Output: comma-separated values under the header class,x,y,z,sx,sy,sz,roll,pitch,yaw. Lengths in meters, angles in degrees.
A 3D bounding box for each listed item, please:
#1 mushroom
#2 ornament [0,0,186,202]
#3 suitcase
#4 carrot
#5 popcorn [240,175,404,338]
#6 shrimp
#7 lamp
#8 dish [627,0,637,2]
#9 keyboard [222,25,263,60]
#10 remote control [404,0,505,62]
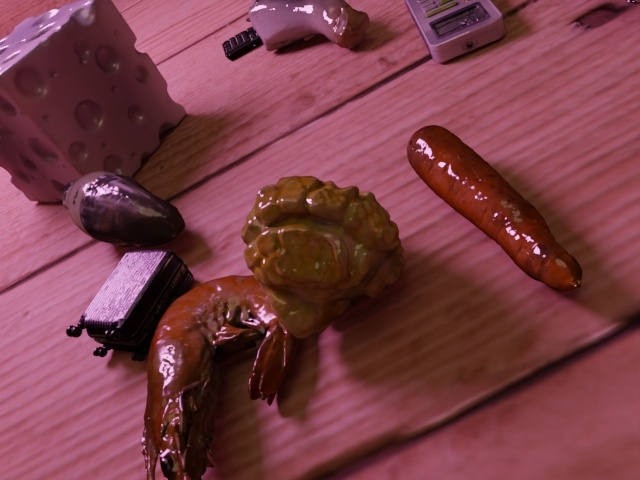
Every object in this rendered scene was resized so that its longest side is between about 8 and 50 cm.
class,x,y,z,sx,sy,sz,roll,pitch,yaw
mushroom,-0.028,-0.383,0.915,0.278,0.099,0.096,19,66,39
ornament,-0.429,-0.227,0.889,0.239,0.239,0.240,4,50,33
suitcase,-0.203,0.067,0.581,0.086,0.059,0.126,-1,48,29
carrot,0.149,-0.034,0.472,0.059,0.059,0.248,-31,43,0
popcorn,0.000,0.000,0.466,0.141,0.135,0.162,-10,42,33
shrimp,-0.090,0.115,0.461,0.150,0.068,0.248,-14,37,12
lamp,-0.270,-0.042,0.704,0.250,0.101,0.101,15,57,38
dish,0.398,-0.365,0.616,0.221,0.108,0.262,-11,42,23
keyboard,-0.060,-0.457,1.068,0.310,0.018,0.101,-27,39,5
remote control,0.189,-0.344,0.782,0.103,0.034,0.250,-19,41,14
